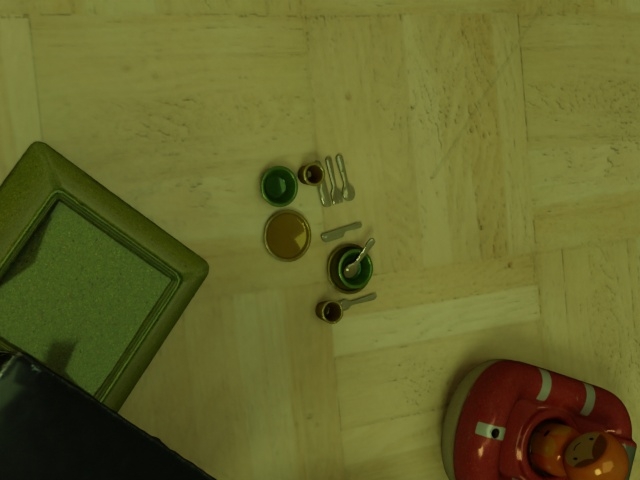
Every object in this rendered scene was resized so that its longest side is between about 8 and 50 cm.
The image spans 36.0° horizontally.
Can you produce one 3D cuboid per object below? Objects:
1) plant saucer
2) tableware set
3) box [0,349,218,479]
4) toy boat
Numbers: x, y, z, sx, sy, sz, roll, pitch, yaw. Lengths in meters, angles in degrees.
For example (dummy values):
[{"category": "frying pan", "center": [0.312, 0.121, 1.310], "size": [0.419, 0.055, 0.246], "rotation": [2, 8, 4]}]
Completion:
[{"category": "plant saucer", "center": [-0.202, 0.046, 0.796], "size": [0.188, 0.045, 0.188], "rotation": [38, 75, -22]}, {"category": "tableware set", "center": [0.000, 0.000, 0.911], "size": [0.104, 0.024, 0.154], "rotation": [-17, 99, -26]}, {"category": "box", "center": [-0.177, 0.216, 0.654], "size": [0.296, 0.294, 0.183], "rotation": [41, 67, -25]}, {"category": "toy boat", "center": [0.235, 0.206, 0.963], "size": [0.231, 0.151, 0.151], "rotation": [19, 82, -26]}]
